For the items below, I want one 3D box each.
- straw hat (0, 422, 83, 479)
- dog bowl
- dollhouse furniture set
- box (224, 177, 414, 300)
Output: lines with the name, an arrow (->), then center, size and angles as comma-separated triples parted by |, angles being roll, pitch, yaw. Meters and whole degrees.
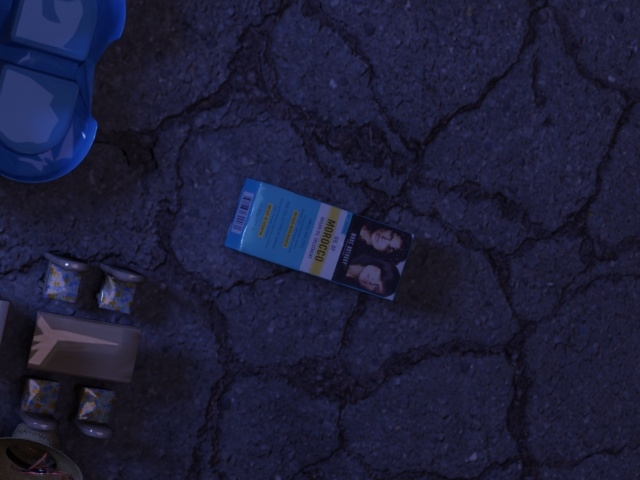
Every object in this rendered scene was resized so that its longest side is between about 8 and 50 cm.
straw hat -> -0.366, 0.267, 1.990 | 0.144, 0.144, 0.061 | 31, 46, -24
dog bowl -> -0.348, -0.221, 1.928 | 0.166, 0.074, 0.297 | 14, 91, -25
dollhouse furniture set -> -0.336, 0.129, 1.932 | 0.242, 0.161, 0.212 | 11, 92, -25
box -> 0.000, 0.000, 2.120 | 0.244, 0.060, 0.101 | 18, 90, -25
